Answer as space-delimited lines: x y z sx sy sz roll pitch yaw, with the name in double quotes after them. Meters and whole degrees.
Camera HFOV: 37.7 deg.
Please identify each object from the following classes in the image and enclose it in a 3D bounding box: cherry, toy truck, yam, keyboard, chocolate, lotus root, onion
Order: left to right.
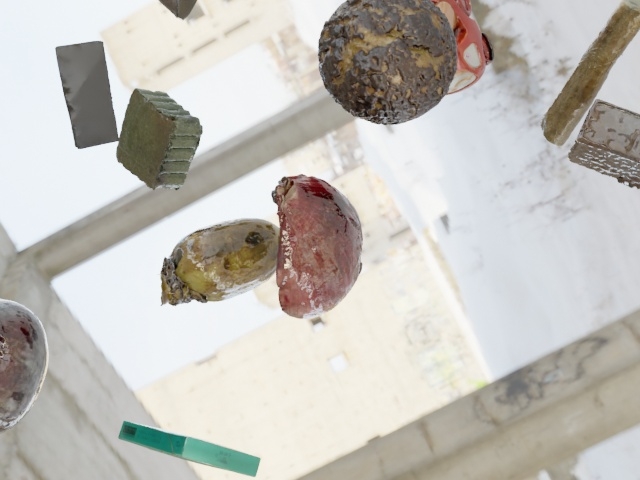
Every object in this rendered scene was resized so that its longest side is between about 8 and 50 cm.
-0.613 0.234 1.703 0.296 0.218 0.254 142 138 -60 "cherry"
-0.365 -0.227 1.472 0.196 0.074 0.015 91 156 -46 "keyboard"
-0.296 -0.525 1.914 0.080 0.148 0.125 35 -144 3 "chocolate"
-0.173 0.033 1.803 0.169 0.314 0.141 115 135 -70 "lotus root"
0.000 0.000 1.552 0.283 0.120 0.227 67 -146 -50 "onion"
0.246 -0.419 2.048 0.264 0.189 0.239 58 -147 -23 "toy truck"
0.471 -0.291 1.622 0.066 0.066 0.299 66 146 34 "yam"
0.581 -0.133 1.545 0.321 0.111 0.112 24 171 15 "chocolate"

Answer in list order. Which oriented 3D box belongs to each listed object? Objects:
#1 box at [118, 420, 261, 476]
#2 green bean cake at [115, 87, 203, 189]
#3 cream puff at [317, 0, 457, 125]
-0.234 0.367 1.656 0.161 0.226 0.042 25 -107 -35 "box"
-0.342 -0.216 1.995 0.094 0.173 0.181 -2 -150 -45 "green bean cake"
0.112 -0.309 1.539 0.165 0.239 0.239 87 159 -69 "cream puff"
